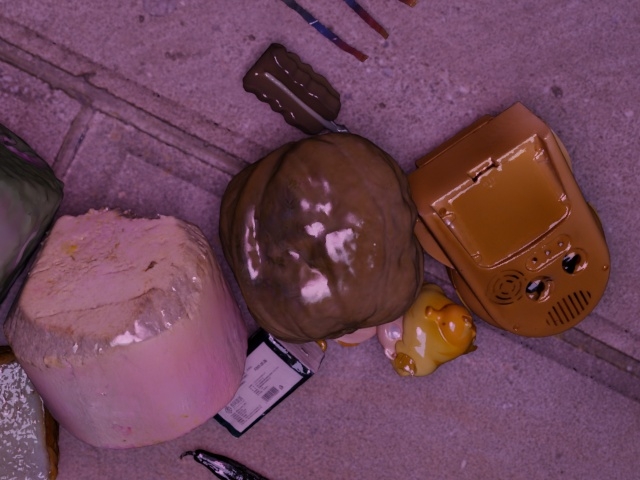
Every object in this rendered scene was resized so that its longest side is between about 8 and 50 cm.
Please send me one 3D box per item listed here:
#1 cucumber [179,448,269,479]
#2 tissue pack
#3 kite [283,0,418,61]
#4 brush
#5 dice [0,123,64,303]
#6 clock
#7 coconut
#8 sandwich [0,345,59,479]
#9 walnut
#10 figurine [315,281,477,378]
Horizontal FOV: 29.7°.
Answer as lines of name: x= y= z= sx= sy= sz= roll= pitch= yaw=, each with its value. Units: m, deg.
cucumber: x=-0.135 y=0.349 z=1.808 sx=0.163 sy=0.043 sz=0.039 roll=32 pitch=139 yaw=-9
tissue pack: x=-0.089 y=0.194 z=1.731 sx=0.103 sy=0.090 sz=0.170 roll=44 pitch=113 yaw=-9
kite: x=-0.037 y=-0.396 z=1.632 sx=0.360 sy=0.022 sz=0.204 roll=36 pitch=114 yaw=-13
brush: x=0.022 y=-0.160 z=1.703 sx=0.301 sy=0.071 sz=0.084 roll=38 pitch=112 yaw=-22
dice: x=-0.537 y=-0.021 z=1.532 sx=0.330 sy=0.318 sz=0.322 roll=32 pitch=98 yaw=-12
clock: x=0.275 y=-0.006 z=1.705 sx=0.244 sy=0.200 sz=0.317 roll=-32 pitch=112 yaw=4
coconut: x=-0.250 y=0.125 z=1.603 sx=0.298 sy=0.297 sz=0.309 roll=-16 pitch=138 yaw=-3
sandwich: x=-0.503 y=0.260 z=1.719 sx=0.251 sy=0.087 sz=0.226 roll=-2 pitch=104 yaw=-6
walnut: x=0.001 y=0.000 z=1.613 sx=0.253 sy=0.282 sz=0.276 roll=-18 pitch=94 yaw=-9
figurine: x=0.108 y=0.127 z=1.748 sx=0.246 sy=0.131 sz=0.156 roll=10 pitch=61 yaw=6
